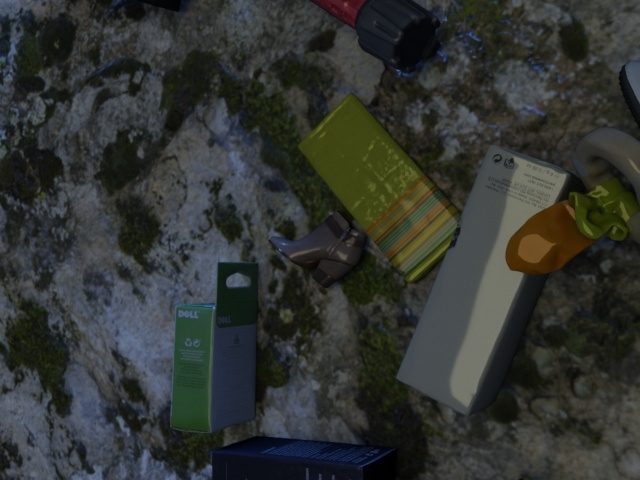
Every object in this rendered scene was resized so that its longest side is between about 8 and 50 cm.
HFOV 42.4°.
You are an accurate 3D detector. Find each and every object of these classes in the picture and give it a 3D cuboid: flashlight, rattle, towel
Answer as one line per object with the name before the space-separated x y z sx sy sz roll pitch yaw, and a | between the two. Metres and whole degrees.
flashlight | 0.002 -0.311 1.005 0.103 0.103 0.304 -41 62 -17
rattle | 0.251 -0.026 0.718 0.142 0.200 0.130 -17 103 -5
towel | 0.076 -0.066 1.011 0.102 0.021 0.237 -43 69 13

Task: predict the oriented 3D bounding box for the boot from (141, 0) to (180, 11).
boot | -0.301 -0.487 1.152 0.347 0.131 0.260 20 104 15

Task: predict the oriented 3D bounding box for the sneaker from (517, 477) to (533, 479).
sneaker | 0.289 0.322 0.858 0.094 0.081 0.208 -45 76 10

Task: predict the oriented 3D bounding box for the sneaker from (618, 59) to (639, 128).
sneaker | 0.475 -0.027 0.723 0.257 0.169 0.448 -29 73 24

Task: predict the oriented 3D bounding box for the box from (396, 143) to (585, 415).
box | 0.187 0.043 0.898 0.094 0.113 0.275 25 98 26

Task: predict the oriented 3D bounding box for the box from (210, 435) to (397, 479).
box | -0.020 0.324 0.989 0.207 0.108 0.153 -1 88 27

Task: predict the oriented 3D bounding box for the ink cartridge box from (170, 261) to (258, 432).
ink cartridge box | -0.133 0.131 1.054 0.062 0.109 0.209 1 88 26

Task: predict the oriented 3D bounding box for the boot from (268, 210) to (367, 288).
boot | 0.000 0.000 1.036 0.118 0.042 0.087 37 97 22
